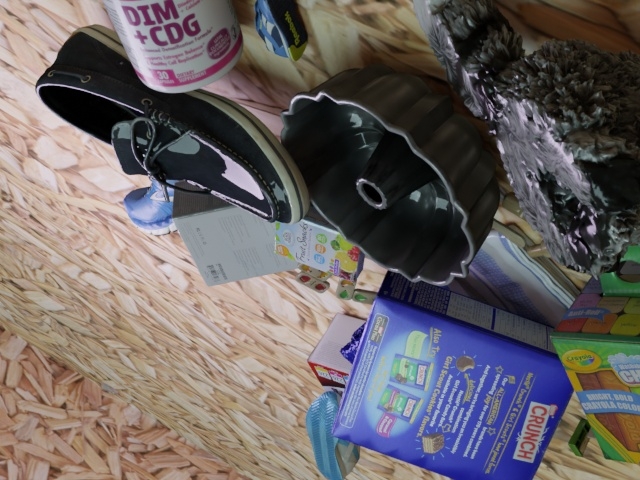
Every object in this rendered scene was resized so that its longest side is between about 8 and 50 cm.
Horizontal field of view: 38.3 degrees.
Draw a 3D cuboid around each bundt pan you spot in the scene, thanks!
[{"bbox_3d":[0.106,-0.100,1.241,0.330,0.124,0.331,37,156,19],"label":"bundt pan"}]

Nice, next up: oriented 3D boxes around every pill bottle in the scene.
[{"bbox_3d":[-0.212,-0.346,1.198,0.160,0.160,0.283,18,148,29],"label":"pill bottle"}]

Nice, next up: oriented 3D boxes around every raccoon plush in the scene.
[{"bbox_3d":[0.327,-0.173,0.944,0.216,0.299,0.447,89,156,-74],"label":"raccoon plush"}]

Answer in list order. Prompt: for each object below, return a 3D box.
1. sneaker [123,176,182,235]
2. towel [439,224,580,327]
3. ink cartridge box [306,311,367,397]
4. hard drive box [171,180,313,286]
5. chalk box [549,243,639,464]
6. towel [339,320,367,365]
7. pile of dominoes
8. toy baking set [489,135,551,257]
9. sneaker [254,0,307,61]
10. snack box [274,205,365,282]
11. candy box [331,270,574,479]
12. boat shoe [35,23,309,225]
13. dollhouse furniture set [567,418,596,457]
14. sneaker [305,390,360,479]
[{"bbox_3d":[-0.255,-0.106,1.681,0.330,0.130,0.147,-10,122,43],"label":"sneaker"},{"bbox_3d":[0.272,0.076,1.459,0.209,0.034,0.285,45,151,-15],"label":"towel"},{"bbox_3d":[0.170,0.302,1.816,0.309,0.130,0.272,13,146,36],"label":"ink cartridge box"},{"bbox_3d":[-0.105,-0.030,1.526,0.232,0.089,0.181,-11,137,8],"label":"hard drive box"},{"bbox_3d":[0.434,0.134,1.194,0.180,0.179,0.289,-2,125,49],"label":"chalk box"},{"bbox_3d":[0.208,0.223,1.538,0.308,0.076,0.228,41,119,-3],"label":"towel"},{"bbox_3d":[0.062,0.030,1.488,0.195,0.040,0.251,10,137,-3],"label":"pile of dominoes"},{"bbox_3d":[0.270,-0.054,1.235,0.197,0.030,0.256,49,158,-4],"label":"toy baking set"},{"bbox_3d":[-0.065,-0.301,1.226,0.059,0.053,0.144,20,147,31],"label":"sneaker"},{"bbox_3d":[0.000,0.000,1.433,0.141,0.037,0.100,20,137,14],"label":"snack box"},{"bbox_3d":[0.207,0.225,1.428,0.317,0.122,0.268,20,115,6],"label":"candy box"},{"bbox_3d":[-0.230,-0.153,1.386,0.500,0.156,0.187,34,152,19],"label":"boat shoe"},{"bbox_3d":[0.509,0.349,1.594,0.151,0.059,0.076,1,137,47],"label":"dollhouse furniture set"},{"bbox_3d":[0.032,0.384,1.874,0.087,0.092,0.229,19,133,30],"label":"sneaker"}]
